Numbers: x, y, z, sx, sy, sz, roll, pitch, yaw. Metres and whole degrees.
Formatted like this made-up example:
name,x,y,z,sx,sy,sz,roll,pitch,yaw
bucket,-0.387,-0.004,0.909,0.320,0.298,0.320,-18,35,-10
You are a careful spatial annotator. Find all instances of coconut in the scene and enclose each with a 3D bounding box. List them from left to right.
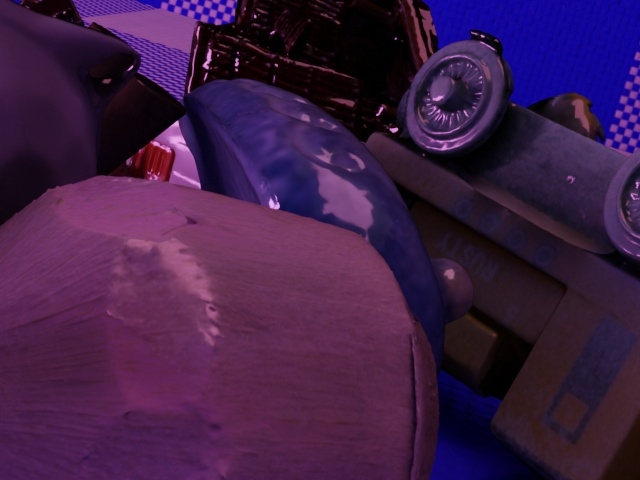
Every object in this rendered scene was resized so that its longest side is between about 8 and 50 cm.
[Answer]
name,x,y,z,sx,sy,sz,roll,pitch,yaw
coconut,-0.074,0.074,0.548,0.234,0.224,0.224,12,15,-24

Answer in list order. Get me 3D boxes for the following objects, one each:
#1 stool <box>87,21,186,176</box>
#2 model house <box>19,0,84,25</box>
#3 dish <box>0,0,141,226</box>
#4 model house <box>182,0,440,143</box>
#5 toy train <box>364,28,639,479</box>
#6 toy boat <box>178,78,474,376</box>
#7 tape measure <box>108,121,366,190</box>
name,x,y,z,sx,sy,sz,roll,pitch,yaw
stool,-0.244,-0.096,0.924,0.272,0.178,0.272,36,7,-5
model house,-0.329,-0.200,1.380,0.141,0.164,0.203,15,12,-27
dish,-0.227,0.004,0.634,0.303,0.303,0.120,5,49,-37
model house,-0.013,-0.183,1.439,0.282,0.317,0.297,12,2,-31
toy train,0.162,0.017,0.916,0.160,0.253,0.397,24,8,-43
toy boat,0.000,0.000,0.870,0.123,0.215,0.330,-13,21,-16
tape measure,-0.021,-0.046,1.214,0.258,0.130,0.265,23,16,33
